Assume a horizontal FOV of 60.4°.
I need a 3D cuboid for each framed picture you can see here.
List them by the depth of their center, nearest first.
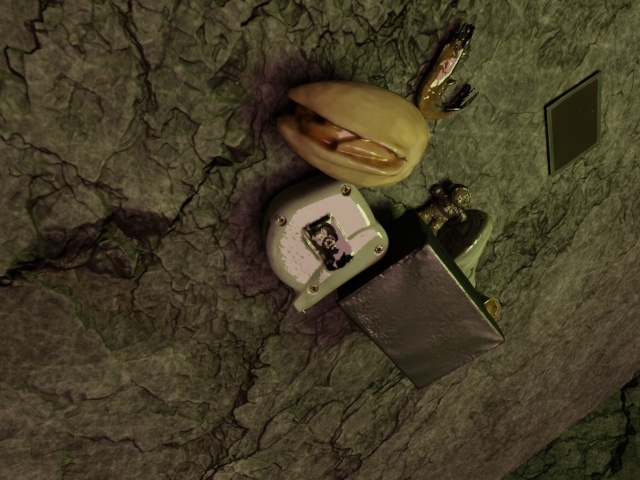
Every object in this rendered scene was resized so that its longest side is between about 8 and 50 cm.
[{"bbox_3d":[0.710,-0.320,1.540,0.197,0.014,0.252,-33,132,-8],"label":"framed picture"}]

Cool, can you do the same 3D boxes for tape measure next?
[{"bbox_3d":[0.000,0.000,1.196,0.258,0.130,0.265,-33,117,5],"label":"tape measure"}]

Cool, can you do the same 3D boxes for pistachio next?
[{"bbox_3d":[0.069,-0.215,1.078,0.317,0.214,0.194,18,113,-21],"label":"pistachio"}]

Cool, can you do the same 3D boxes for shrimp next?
[{"bbox_3d":[0.303,-0.366,1.225,0.152,0.046,0.220,7,120,-35],"label":"shrimp"}]

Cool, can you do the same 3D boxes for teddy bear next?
[{"bbox_3d":[0.315,-0.082,1.417,0.160,0.078,0.119,-41,99,7],"label":"teddy bear"}]

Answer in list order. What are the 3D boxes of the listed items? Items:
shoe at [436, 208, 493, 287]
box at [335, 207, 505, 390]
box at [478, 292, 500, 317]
[{"bbox_3d":[0.370,0.070,1.523,0.210,0.132,0.342,20,114,-42],"label":"shoe"},{"bbox_3d":[0.226,0.140,1.323,0.251,0.204,0.345,-35,114,13],"label":"box"},{"bbox_3d":[0.482,0.243,1.726,0.177,0.111,0.111,-42,133,-1],"label":"box"}]
